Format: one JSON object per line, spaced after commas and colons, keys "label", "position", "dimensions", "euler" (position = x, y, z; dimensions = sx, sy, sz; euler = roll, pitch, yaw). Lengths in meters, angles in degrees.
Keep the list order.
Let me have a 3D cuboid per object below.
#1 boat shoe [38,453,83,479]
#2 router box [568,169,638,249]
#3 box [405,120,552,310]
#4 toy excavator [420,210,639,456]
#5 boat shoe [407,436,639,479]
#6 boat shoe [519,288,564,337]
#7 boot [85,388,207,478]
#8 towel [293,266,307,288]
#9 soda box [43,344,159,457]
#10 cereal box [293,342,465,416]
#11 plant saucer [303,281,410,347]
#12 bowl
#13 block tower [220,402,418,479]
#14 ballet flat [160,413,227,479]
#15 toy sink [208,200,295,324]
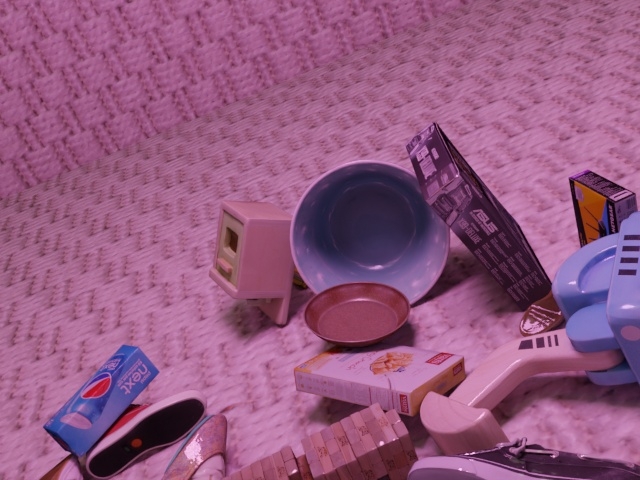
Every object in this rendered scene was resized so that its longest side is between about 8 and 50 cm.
{"label": "boat shoe", "position": [-0.447, 0.455, 1.259], "dimensions": [0.098, 0.096, 0.277], "euler": [-42, 10, -2]}
{"label": "router box", "position": [0.503, -0.021, 1.289], "dimensions": [0.046, 0.179, 0.133], "euler": [-24, 28, -6]}
{"label": "box", "position": [0.288, -0.048, 1.353], "dimensions": [0.076, 0.307, 0.242], "euler": [-37, 24, 17]}
{"label": "toy excavator", "position": [0.405, 0.144, 1.103], "dimensions": [0.445, 0.222, 0.433], "euler": [-18, 27, 39]}
{"label": "boat shoe", "position": [0.272, 0.313, 0.964], "dimensions": [0.306, 0.113, 0.105], "euler": [-4, 27, 25]}
{"label": "boat shoe", "position": [0.401, 0.122, 1.272], "dimensions": [0.056, 0.048, 0.153], "euler": [25, 60, 39]}
{"label": "boot", "position": [-0.338, 0.325, 1.405], "dimensions": [0.244, 0.088, 0.176], "euler": [-29, 28, -4]}
{"label": "towel", "position": [0.000, 0.000, 1.689], "dimensions": [0.102, 0.021, 0.237], "euler": [22, 73, 51]}
{"label": "soda box", "position": [-0.403, 0.293, 1.362], "dimensions": [0.067, 0.071, 0.210], "euler": [-3, 38, 47]}
{"label": "cereal box", "position": [0.100, 0.224, 1.241], "dimensions": [0.240, 0.047, 0.173], "euler": [2, 14, 39]}
{"label": "plant saucer", "position": [0.068, 0.142, 1.359], "dimensions": [0.198, 0.036, 0.199], "euler": [-6, 27, 3]}
{"label": "bowl", "position": [0.104, -0.018, 1.496], "dimensions": [0.311, 0.312, 0.163], "euler": [-17, 9, 11]}
{"label": "block tower", "position": [-0.022, 0.365, 1.104], "dimensions": [0.335, 0.097, 0.091], "euler": [-23, 28, -5]}
{"label": "ballet flat", "position": [-0.219, 0.420, 1.166], "dimensions": [0.106, 0.108, 0.316], "euler": [22, 54, 26]}
{"label": "toy sink", "position": [-0.145, 0.047, 1.543], "dimensions": [0.131, 0.234, 0.153], "euler": [1, 17, -29]}
